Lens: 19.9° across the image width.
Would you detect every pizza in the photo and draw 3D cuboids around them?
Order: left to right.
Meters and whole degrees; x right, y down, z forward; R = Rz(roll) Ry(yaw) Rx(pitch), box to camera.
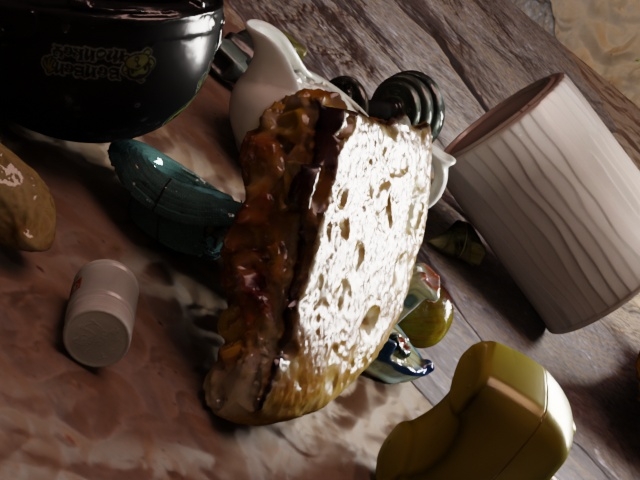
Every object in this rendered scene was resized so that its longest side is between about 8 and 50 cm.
[{"bbox_3d":[0.000,0.000,1.645,0.408,0.114,0.277,-63,143,-38],"label":"pizza"}]

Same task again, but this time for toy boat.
[{"bbox_3d":[0.028,0.040,1.817,0.262,0.115,0.114,36,21,-14],"label":"toy boat"}]

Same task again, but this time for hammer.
[{"bbox_3d":[-0.088,-0.235,2.271,0.159,0.041,0.226,46,22,7],"label":"hammer"}]

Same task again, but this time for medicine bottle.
[{"bbox_3d":[-0.179,0.058,1.494,0.057,0.057,0.089,35,21,-18],"label":"medicine bottle"}]

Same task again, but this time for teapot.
[{"bbox_3d":[0.004,-0.120,2.066,0.298,0.139,0.204,34,19,-18],"label":"teapot"}]

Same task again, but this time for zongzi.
[{"bbox_3d":[0.157,-0.004,2.263,0.083,0.040,0.076,13,24,-21],"label":"zongzi"}]

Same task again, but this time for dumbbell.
[{"bbox_3d":[0.062,-0.168,2.330,0.254,0.110,0.110,-1,46,-52],"label":"dumbbell"}]

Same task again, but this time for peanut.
[{"bbox_3d":[-0.287,-0.062,1.520,0.187,0.082,0.082,48,21,15],"label":"peanut"}]

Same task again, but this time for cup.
[{"bbox_3d":[0.295,-0.050,2.280,0.273,0.208,0.288,53,7,-8],"label":"cup"}]

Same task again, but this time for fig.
[{"bbox_3d":[0.092,0.076,1.938,0.098,0.082,0.084,-10,66,-22],"label":"fig"}]

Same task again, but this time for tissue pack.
[{"bbox_3d":[0.144,0.189,1.633,0.127,0.178,0.123,36,23,-10],"label":"tissue pack"}]

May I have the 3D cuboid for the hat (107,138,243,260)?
[{"bbox_3d":[-0.131,-0.026,1.734,0.191,0.078,0.138,31,5,29],"label":"hat"}]

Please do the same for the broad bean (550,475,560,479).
[{"bbox_3d":[0.221,0.278,1.727,0.165,0.084,0.114,44,7,-4],"label":"broad bean"}]

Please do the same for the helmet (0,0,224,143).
[{"bbox_3d":[-0.229,-0.172,1.710,0.279,0.160,0.230,-3,20,-14],"label":"helmet"}]

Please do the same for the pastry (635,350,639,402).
[{"bbox_3d":[0.565,0.188,2.239,0.337,0.292,0.405,58,15,13],"label":"pastry"}]
